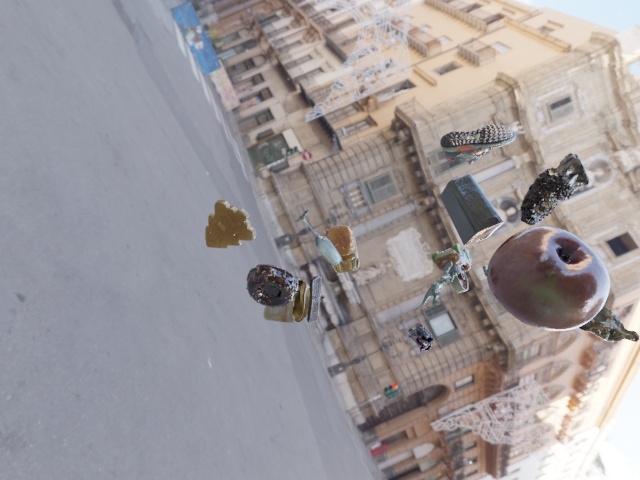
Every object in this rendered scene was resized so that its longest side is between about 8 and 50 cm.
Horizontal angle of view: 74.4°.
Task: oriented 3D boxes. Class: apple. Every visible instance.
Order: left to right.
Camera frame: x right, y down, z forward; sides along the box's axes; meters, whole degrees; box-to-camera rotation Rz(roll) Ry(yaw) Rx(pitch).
[{"bbox_3d":[0.624,0.099,1.171,0.235,0.305,0.306,97,-24,-49],"label":"apple"}]

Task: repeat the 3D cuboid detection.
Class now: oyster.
[{"bbox_3d":[0.895,0.255,1.520,0.396,0.204,0.111,40,-51,54],"label":"oyster"}]

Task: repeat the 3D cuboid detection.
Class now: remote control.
[{"bbox_3d":[-0.026,0.245,1.760,0.028,0.059,0.212,27,-60,43],"label":"remote control"}]

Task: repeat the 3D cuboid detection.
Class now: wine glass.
[{"bbox_3d":[0.000,0.000,1.699,0.262,0.074,0.074,52,4,-19],"label":"wine glass"}]

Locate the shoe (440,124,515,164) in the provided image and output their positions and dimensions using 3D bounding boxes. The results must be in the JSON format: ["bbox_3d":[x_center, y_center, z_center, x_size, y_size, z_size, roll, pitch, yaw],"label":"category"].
[{"bbox_3d":[0.746,-0.435,2.012,0.171,0.336,0.133,69,21,-48],"label":"shoe"}]

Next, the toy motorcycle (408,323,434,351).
[{"bbox_3d":[0.435,0.414,1.785,0.118,0.084,0.212,48,-10,11],"label":"toy motorcycle"}]

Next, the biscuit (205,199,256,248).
[{"bbox_3d":[-0.384,-0.049,1.724,0.212,0.238,0.041,46,25,-16],"label":"biscuit"}]

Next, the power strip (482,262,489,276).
[{"bbox_3d":[0.590,0.097,1.455,0.016,0.090,0.040,-26,-98,54],"label":"power strip"}]

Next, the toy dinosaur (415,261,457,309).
[{"bbox_3d":[0.514,0.218,1.899,0.053,0.242,0.167,33,29,-13],"label":"toy dinosaur"}]

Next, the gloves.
[{"bbox_3d":[0.929,-0.197,1.711,0.210,0.312,0.135,28,25,-57],"label":"gloves"}]

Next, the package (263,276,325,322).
[{"bbox_3d":[-0.163,0.280,2.079,0.165,0.221,0.311,57,-30,-13],"label":"package"}]

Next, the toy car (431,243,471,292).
[{"bbox_3d":[0.671,0.149,2.095,0.235,0.145,0.235,35,42,-39],"label":"toy car"}]

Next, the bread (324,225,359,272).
[{"bbox_3d":[0.099,0.033,1.936,0.241,0.136,0.107,-99,180,-49],"label":"bread"}]

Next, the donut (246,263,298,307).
[{"bbox_3d":[-0.213,0.204,1.815,0.089,0.234,0.235,-78,154,-46],"label":"donut"}]

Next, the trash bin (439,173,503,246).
[{"bbox_3d":[0.595,-0.122,1.697,0.164,0.122,0.241,94,-25,-67],"label":"trash bin"}]
